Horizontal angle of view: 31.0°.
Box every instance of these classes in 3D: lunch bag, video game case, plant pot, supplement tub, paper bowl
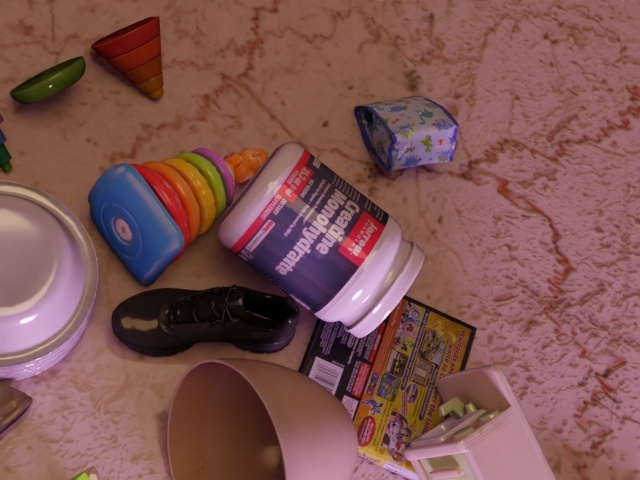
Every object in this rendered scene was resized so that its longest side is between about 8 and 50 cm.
[{"bbox_3d":[0.142,-0.192,1.955,0.128,0.096,0.151,-10,43,-21],"label":"lunch bag"},{"bbox_3d":[0.096,0.209,1.808,0.248,0.035,0.275,24,63,-6],"label":"video game case"},{"bbox_3d":[-0.060,0.295,1.612,0.191,0.284,0.284,-5,69,-39],"label":"plant pot"},{"bbox_3d":[0.000,0.000,1.731,0.272,0.191,0.191,37,63,-7],"label":"supplement tub"},{"bbox_3d":[-0.459,0.048,1.639,0.284,0.148,0.284,6,68,-14],"label":"paper bowl"}]

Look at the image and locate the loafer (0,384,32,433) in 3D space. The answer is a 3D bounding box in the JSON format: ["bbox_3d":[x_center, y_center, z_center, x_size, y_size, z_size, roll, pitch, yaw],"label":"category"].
[{"bbox_3d":[-0.468,0.258,1.603,0.050,0.056,0.148,44,53,4],"label":"loafer"}]

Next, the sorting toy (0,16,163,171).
[{"bbox_3d":[-0.383,-0.221,1.816,0.365,0.127,0.126,-35,112,-23],"label":"sorting toy"}]

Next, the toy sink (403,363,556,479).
[{"bbox_3d":[0.226,0.322,1.704,0.131,0.153,0.234,-26,91,-34],"label":"toy sink"}]

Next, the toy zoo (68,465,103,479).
[{"bbox_3d":[-0.418,0.398,1.482,0.293,0.192,0.030,-31,80,-25],"label":"toy zoo"}]

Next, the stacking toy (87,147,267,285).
[{"bbox_3d":[-0.193,-0.080,1.785,0.302,0.175,0.166,-33,84,-37],"label":"stacking toy"}]

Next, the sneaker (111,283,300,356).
[{"bbox_3d":[-0.165,0.107,1.716,0.286,0.130,0.109,-2,71,-17],"label":"sneaker"}]
